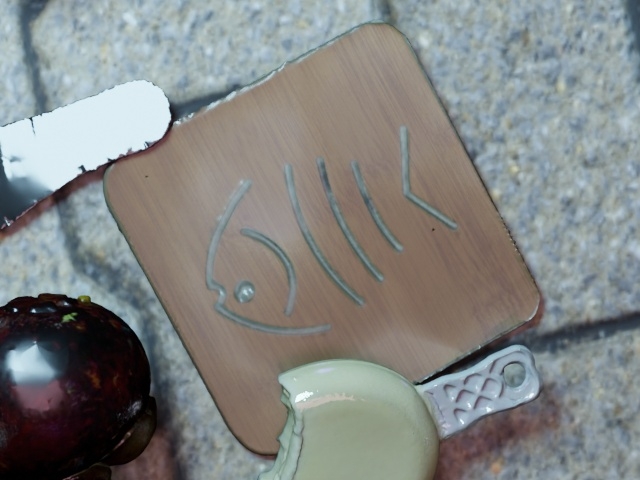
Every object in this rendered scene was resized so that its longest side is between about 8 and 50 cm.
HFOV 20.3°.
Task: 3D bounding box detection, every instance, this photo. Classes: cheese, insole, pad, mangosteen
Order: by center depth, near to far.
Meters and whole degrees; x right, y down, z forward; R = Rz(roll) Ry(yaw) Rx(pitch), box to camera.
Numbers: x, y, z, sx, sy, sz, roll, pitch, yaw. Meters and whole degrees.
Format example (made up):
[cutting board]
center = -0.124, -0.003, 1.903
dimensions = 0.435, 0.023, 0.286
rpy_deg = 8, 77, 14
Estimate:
[mangosteen]
center = -0.216, 0.131, 1.396
dimensions = 0.173, 0.172, 0.184
rpy_deg = 15, 110, -3
[cheese]
center = 0.060, 0.172, 1.448
dimensions = 0.249, 0.071, 0.163
rpy_deg = -4, 103, -9
[insole]
center = -0.229, -0.067, 1.455
dimensions = 0.232, 0.003, 0.080
rpy_deg = -26, 82, 1
[pad]
center = 0.000, 0.000, 1.471
dimensions = 0.284, 0.018, 0.286
rpy_deg = -28, 93, -2
